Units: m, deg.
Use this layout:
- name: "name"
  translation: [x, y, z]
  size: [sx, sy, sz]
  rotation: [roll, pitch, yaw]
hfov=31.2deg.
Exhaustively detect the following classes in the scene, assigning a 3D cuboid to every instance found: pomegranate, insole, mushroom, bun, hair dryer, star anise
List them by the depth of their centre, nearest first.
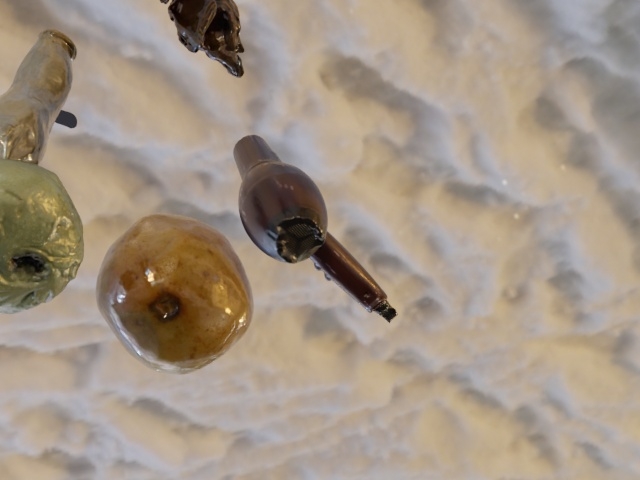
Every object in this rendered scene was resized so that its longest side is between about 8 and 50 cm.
- name: "star anise"
  translation: [-0.170, -0.329, 1.424]
  size: [0.088, 0.288, 0.288]
  rotation: [-23, 148, 11]
- name: "bun"
  translation: [-0.405, 0.003, 1.453]
  size: [0.221, 0.108, 0.221]
  rotation: [-8, 129, -10]
- name: "mushroom"
  translation: [-0.423, -0.183, 1.633]
  size: [0.097, 0.351, 0.109]
  rotation: [-1, 129, 10]
- name: "hair dryer"
  translation: [0.000, 0.000, 1.759]
  size: [0.123, 0.312, 0.340]
  rotation: [-41, 118, 7]
- name: "pomegranate"
  translation: [-0.260, 0.092, 2.027]
  size: [0.307, 0.307, 0.307]
  rotation: [-13, 147, -8]
- name: "insole"
  translation: [-0.506, -0.238, 2.099]
  size: [0.135, 0.002, 0.045]
  rotation: [20, 127, 10]
